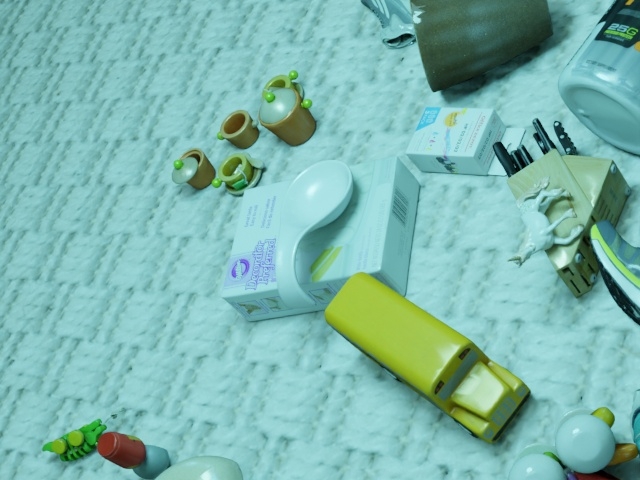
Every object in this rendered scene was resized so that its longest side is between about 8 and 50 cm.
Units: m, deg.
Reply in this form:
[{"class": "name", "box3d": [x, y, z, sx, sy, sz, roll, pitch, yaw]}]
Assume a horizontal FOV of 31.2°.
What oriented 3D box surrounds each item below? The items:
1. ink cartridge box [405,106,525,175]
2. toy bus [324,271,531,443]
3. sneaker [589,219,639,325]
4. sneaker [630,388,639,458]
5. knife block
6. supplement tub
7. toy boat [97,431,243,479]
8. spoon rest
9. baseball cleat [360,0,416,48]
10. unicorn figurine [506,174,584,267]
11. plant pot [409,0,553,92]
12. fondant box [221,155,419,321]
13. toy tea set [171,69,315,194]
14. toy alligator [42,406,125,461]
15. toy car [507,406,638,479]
[{"class": "ink cartridge box", "box3d": [0.252, -0.174, 1.996, 0.181, 0.061, 0.104, 7, 63, 39]}, {"class": "toy bus", "box3d": [0.159, 0.174, 1.751, 0.108, 0.130, 0.333, -51, 43, -6]}, {"class": "sneaker", "box3d": [0.491, 0.069, 1.609, 0.121, 0.111, 0.300, -35, 53, -2]}, {"class": "sneaker", "box3d": [0.532, 0.245, 1.462, 0.275, 0.107, 0.110, -7, 74, 39]}, {"class": "knife block", "box3d": [0.350, -0.061, 1.818, 0.242, 0.088, 0.275, 8, 64, 41]}, {"class": "supplement tub", "box3d": [0.543, -0.316, 1.780, 0.207, 0.207, 0.338, 28, 78, 46]}, {"class": "toy boat", "box3d": [-0.245, 0.429, 1.872, 0.267, 0.148, 0.318, -49, 50, 3]}, {"class": "spoon rest", "box3d": [-0.020, -0.024, 1.935, 0.137, 0.084, 0.276, -7, 56, 33]}, {"class": "baseball cleat", "box3d": [0.131, -0.446, 2.290, 0.206, 0.072, 0.109, 27, 87, 52]}, {"class": "unicorn figurine", "box3d": [0.329, -0.021, 1.704, 0.111, 0.060, 0.162, -29, 30, 18]}, {"class": "plant pot", "box3d": [0.293, -0.394, 2.053, 0.230, 0.215, 0.215, -10, 51, 13]}, {"class": "fondant box", "box3d": [0.000, 0.000, 2.031, 0.330, 0.096, 0.238, -12, 52, 31]}, {"class": "toy tea set", "box3d": [-0.162, -0.216, 2.295, 0.336, 0.124, 0.200, -42, 43, 3]}, {"class": "toy alligator", "box3d": [-0.429, 0.366, 2.111, 0.190, 0.056, 0.051, -26, 88, 17]}, {"class": "toy car", "box3d": [0.340, 0.312, 1.520, 0.182, 0.159, 0.136, -41, 81, 8]}]
